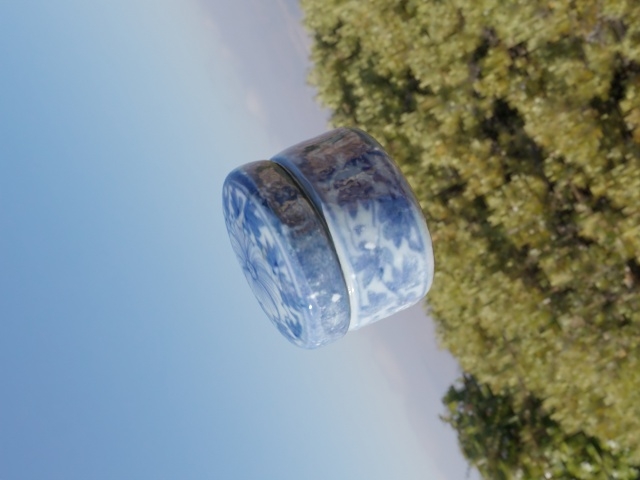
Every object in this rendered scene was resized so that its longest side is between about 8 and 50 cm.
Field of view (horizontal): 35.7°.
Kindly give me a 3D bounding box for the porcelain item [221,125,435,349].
[{"bbox_3d":[0.000,0.000,0.734,0.147,0.114,0.147,54,158,33],"label":"porcelain item"}]
